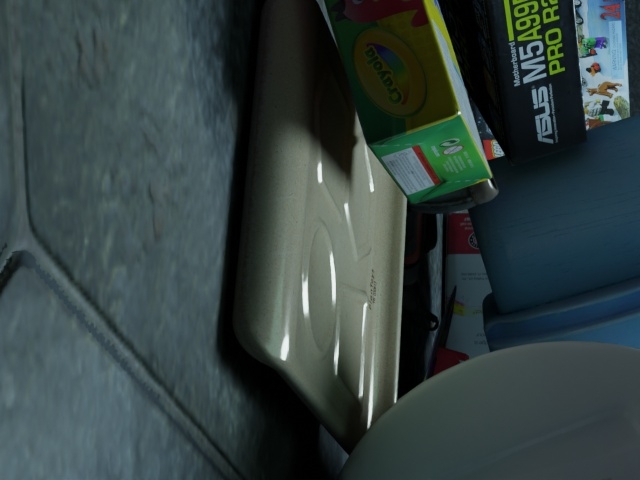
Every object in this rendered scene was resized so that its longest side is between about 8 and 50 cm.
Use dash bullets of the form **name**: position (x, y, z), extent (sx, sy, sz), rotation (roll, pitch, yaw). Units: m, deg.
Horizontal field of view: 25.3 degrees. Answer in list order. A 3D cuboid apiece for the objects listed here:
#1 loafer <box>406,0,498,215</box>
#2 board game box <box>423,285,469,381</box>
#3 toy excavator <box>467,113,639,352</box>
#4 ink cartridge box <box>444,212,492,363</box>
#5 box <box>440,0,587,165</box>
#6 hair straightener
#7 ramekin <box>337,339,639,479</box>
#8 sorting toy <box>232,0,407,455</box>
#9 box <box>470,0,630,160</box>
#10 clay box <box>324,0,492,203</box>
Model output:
- **loafer**: position (0.067, -0.146, 0.922), extent (0.096, 0.084, 0.267), rotation (-56, 143, -67)
- **board game box**: position (0.094, 0.113, 1.047), extent (0.169, 0.033, 0.133), rotation (-54, 156, -69)
- **toy excavator**: position (0.195, -0.037, 1.103), extent (0.433, 0.222, 0.445), rotation (-33, 108, -83)
- **ink cartridge box**: position (0.175, 0.068, 1.259), extent (0.072, 0.127, 0.175), rotation (53, 39, -72)
- **box**: position (0.107, -0.219, 0.974), extent (0.216, 0.060, 0.270), rotation (-112, -175, -49)
- **hair straightener**: position (0.076, -0.050, 1.030), extent (0.089, 0.047, 0.230), rotation (-29, 117, -74)
- **ramekin**: position (0.130, 0.182, 0.727), extent (0.135, 0.277, 0.277), rotation (77, 17, -45)
- **sorting toy**: position (0.000, 0.000, 0.750), extent (0.208, 0.038, 0.193), rotation (51, 39, -61)
- **box**: position (0.227, -0.175, 1.427), extent (0.233, 0.159, 0.044), rotation (73, 18, -46)
- **clay box**: position (0.028, -0.141, 0.750), extent (0.127, 0.053, 0.222), rotation (42, 30, -72)
